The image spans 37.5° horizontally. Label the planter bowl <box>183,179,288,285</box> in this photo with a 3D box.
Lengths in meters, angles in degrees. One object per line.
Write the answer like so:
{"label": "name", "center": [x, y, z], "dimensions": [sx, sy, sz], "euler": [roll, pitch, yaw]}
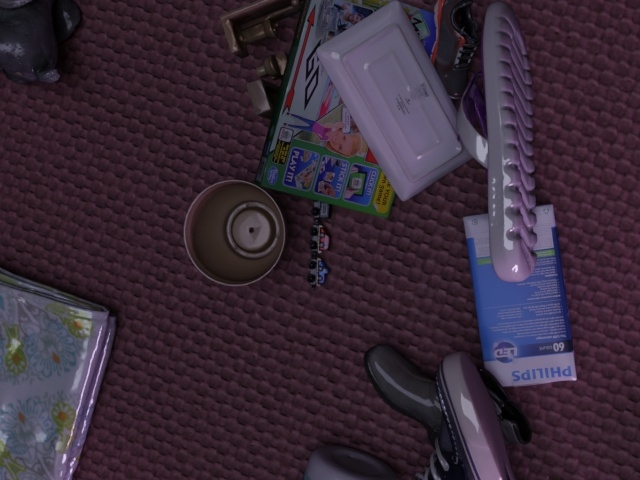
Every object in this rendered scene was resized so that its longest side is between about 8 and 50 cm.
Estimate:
{"label": "planter bowl", "center": [-0.120, -0.013, 1.483], "dimensions": [0.162, 0.109, 0.162], "euler": [1, 93, 13]}

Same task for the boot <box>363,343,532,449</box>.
{"label": "boot", "center": [0.193, 0.223, 1.408], "dimensions": [0.246, 0.083, 0.161], "euler": [46, 134, 0]}

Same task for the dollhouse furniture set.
{"label": "dollhouse furniture set", "center": [-0.053, -0.278, 1.434], "dimensions": [0.123, 0.144, 0.151], "euler": [-19, 87, 14]}

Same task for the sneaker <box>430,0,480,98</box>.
{"label": "sneaker", "center": [0.203, -0.284, 1.396], "dimensions": [0.065, 0.061, 0.158], "euler": [23, 127, 52]}

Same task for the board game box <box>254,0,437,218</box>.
{"label": "board game box", "center": [0.044, -0.211, 1.417], "dimensions": [0.213, 0.046, 0.318], "euler": [13, 97, -19]}

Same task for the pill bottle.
{"label": "pill bottle", "center": [0.017, 0.464, 1.461], "dimensions": [0.146, 0.146, 0.264], "euler": [19, 97, 11]}

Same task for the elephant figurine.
{"label": "elephant figurine", "center": [-0.479, -0.385, 1.530], "dimensions": [0.185, 0.169, 0.240], "euler": [22, 81, -18]}

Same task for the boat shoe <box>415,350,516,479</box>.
{"label": "boat shoe", "center": [0.184, 0.327, 1.323], "dimensions": [0.158, 0.127, 0.341], "euler": [-16, 101, 18]}

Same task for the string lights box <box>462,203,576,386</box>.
{"label": "string lights box", "center": [0.298, 0.082, 1.411], "dimensions": [0.133, 0.077, 0.260], "euler": [-8, 92, 13]}

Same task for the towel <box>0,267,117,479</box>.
{"label": "towel", "center": [-0.537, 0.237, 1.602], "dimensions": [0.320, 0.090, 0.375], "euler": [19, 97, 12]}

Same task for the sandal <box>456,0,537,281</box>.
{"label": "sandal", "center": [0.237, -0.147, 1.332], "dimensions": [0.102, 0.169, 0.417], "euler": [-7, 71, 25]}

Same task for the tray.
{"label": "tray", "center": [0.120, -0.201, 1.394], "dimensions": [0.145, 0.030, 0.270], "euler": [-33, 109, -3]}

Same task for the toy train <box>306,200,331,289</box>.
{"label": "toy train", "center": [0.000, 0.000, 1.500], "dimensions": [0.036, 0.027, 0.158], "euler": [4, 94, 2]}
